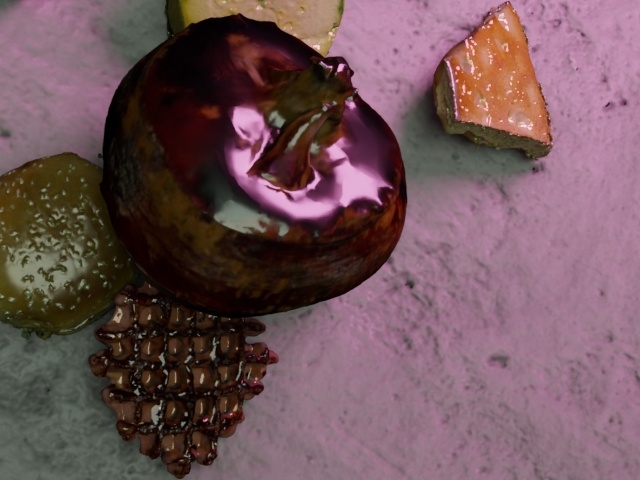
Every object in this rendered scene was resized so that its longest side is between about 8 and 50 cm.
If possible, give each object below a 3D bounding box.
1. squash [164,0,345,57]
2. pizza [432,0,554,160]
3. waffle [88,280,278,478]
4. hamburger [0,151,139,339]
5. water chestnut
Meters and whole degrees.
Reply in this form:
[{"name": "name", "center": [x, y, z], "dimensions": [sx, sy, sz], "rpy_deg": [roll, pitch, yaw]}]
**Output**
[{"name": "squash", "center": [-0.068, -0.272, 1.388], "dimensions": [0.220, 0.133, 0.220], "rpy_deg": [-1, 92, -19]}, {"name": "pizza", "center": [0.200, -0.204, 1.488], "dimensions": [0.188, 0.080, 0.204], "rpy_deg": [3, 74, -39]}, {"name": "waffle", "center": [-0.154, 0.135, 1.326], "dimensions": [0.221, 0.055, 0.234], "rpy_deg": [-53, 126, -25]}, {"name": "hamburger", "center": [-0.281, 0.000, 1.303], "dimensions": [0.215, 0.122, 0.189], "rpy_deg": [-32, 95, -18]}, {"name": "water chestnut", "center": [-0.057, -0.093, 1.230], "dimensions": [0.350, 0.302, 0.351], "rpy_deg": [14, 51, -18]}]
